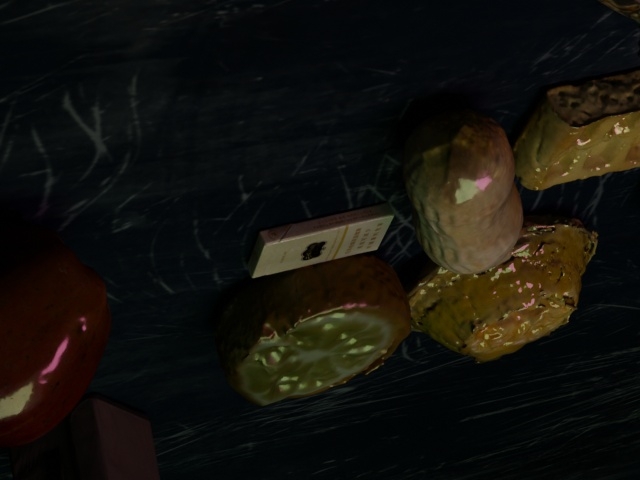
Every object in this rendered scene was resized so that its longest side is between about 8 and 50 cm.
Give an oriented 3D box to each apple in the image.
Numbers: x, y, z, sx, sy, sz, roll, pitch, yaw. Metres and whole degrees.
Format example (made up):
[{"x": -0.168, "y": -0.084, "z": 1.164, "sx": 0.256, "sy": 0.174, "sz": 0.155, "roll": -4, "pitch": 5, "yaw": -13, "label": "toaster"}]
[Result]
[{"x": -0.323, "y": 0.096, "z": 1.549, "sx": 0.234, "sy": 0.234, "sz": 0.234, "roll": -18, "pitch": 158, "yaw": -8, "label": "apple"}]

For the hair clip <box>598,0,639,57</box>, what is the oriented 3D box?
[{"x": 0.367, "y": -0.229, "z": 1.579, "sx": 0.292, "sy": 0.084, "sz": 0.106, "roll": 4, "pitch": 104, "yaw": -50, "label": "hair clip"}]

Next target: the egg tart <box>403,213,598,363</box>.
[{"x": 0.248, "y": 0.078, "z": 2.117, "sx": 0.315, "sy": 0.120, "sz": 0.315, "roll": -18, "pitch": 157, "yaw": -8, "label": "egg tart"}]

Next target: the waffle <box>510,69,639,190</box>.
[{"x": 0.359, "y": -0.136, "z": 1.802, "sx": 0.274, "sy": 0.057, "sz": 0.168, "roll": -13, "pitch": 157, "yaw": -20, "label": "waffle"}]

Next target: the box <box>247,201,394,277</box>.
[{"x": 0.000, "y": 0.000, "z": 1.843, "sx": 0.167, "sy": 0.024, "sz": 0.090, "roll": -13, "pitch": 156, "yaw": -19, "label": "box"}]

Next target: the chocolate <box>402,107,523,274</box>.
[{"x": 0.158, "y": -0.050, "z": 1.740, "sx": 0.134, "sy": 0.134, "sz": 0.309, "roll": -22, "pitch": 156, "yaw": 4, "label": "chocolate"}]

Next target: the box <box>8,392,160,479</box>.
[{"x": -0.313, "y": 0.364, "z": 2.114, "sx": 0.153, "sy": 0.252, "sz": 0.188, "roll": -21, "pitch": 157, "yaw": 14, "label": "box"}]

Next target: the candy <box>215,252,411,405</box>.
[{"x": -0.009, "y": 0.112, "z": 1.974, "sx": 0.260, "sy": 0.118, "sz": 0.260, "roll": -18, "pitch": 155, "yaw": -9, "label": "candy"}]
